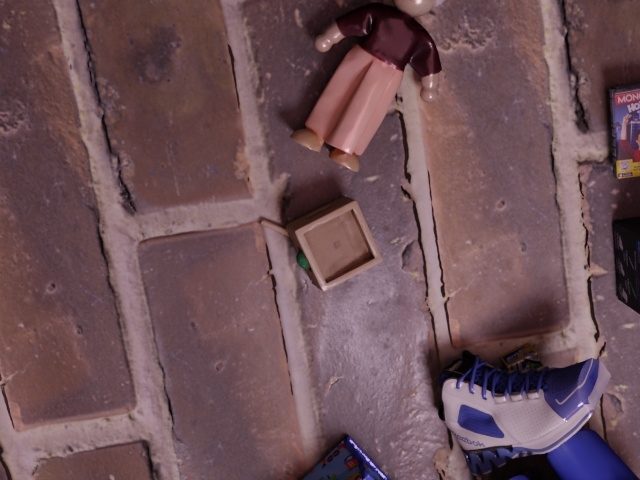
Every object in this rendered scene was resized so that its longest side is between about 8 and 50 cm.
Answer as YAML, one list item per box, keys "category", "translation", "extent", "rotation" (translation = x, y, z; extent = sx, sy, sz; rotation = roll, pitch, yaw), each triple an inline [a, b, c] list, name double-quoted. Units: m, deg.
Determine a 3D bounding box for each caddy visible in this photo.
- category: "caddy"
  translation: [0.426, 0.456, 1.589]
  extent: [0.241, 0.179, 0.341]
  rotation: [-39, 146, 5]

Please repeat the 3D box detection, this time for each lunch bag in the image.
- category: "lunch bag"
  translation: [0.074, 0.524, 1.678]
  extent: [0.221, 0.138, 0.293]
  rotation: [-42, 112, 2]

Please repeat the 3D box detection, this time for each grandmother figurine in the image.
- category: "grandmother figurine"
  translation: [0.096, -0.279, 1.507]
  extent: [0.207, 0.104, 0.342]
  rotation: [24, 102, -18]

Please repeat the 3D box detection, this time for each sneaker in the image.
- category: "sneaker"
  translation: [0.292, 0.254, 1.581]
  extent: [0.182, 0.127, 0.315]
  rotation: [47, 134, -2]

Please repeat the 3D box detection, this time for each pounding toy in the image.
- category: "pounding toy"
  translation: [0.000, 0.000, 1.571]
  extent: [0.141, 0.100, 0.130]
  rotation: [-27, 104, -10]

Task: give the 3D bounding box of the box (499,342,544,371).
- category: "box"
  translation: [0.371, 0.264, 1.673]
  extent: [0.059, 0.054, 0.169]
  rotation: [-27, 103, 2]

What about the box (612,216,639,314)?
- category: "box"
  translation: [0.587, 0.051, 1.533]
  extent: [0.165, 0.270, 0.143]
  rotation: [-8, 103, -3]

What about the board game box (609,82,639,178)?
- category: "board game box"
  translation: [0.558, -0.209, 1.581]
  extent: [0.194, 0.060, 0.194]
  rotation: [-7, 102, -3]
